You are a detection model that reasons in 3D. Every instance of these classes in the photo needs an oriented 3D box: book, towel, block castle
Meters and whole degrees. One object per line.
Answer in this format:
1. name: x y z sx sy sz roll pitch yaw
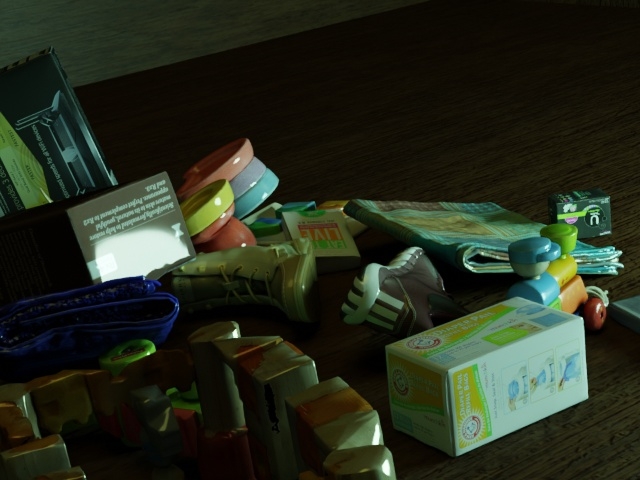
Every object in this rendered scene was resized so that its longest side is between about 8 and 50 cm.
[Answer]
1. book: 0.000 0.000 2.274 0.096 0.035 0.144 -5 31 -11
2. towel: 0.227 -0.013 2.177 0.271 0.040 0.370 1 13 -25
3. towel: -0.296 0.107 1.814 0.227 0.076 0.308 -9 -10 -12
4. block castle: -0.113 0.251 1.293 0.303 0.213 0.453 -17 18 -18

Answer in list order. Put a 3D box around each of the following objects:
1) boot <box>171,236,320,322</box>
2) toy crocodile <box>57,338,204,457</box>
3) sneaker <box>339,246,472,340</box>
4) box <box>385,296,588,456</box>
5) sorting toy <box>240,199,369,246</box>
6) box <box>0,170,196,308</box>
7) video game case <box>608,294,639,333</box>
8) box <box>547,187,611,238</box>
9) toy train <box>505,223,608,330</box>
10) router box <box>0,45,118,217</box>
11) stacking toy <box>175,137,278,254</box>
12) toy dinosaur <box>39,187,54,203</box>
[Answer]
1. boot: -0.105 0.062 2.062 0.203 0.095 0.262 -6 16 -1
2. toy crocodile: -0.172 0.191 1.654 0.340 0.115 0.105 7 26 42
3. sneaker: 0.140 0.094 1.917 0.162 0.106 0.281 27 16 16
4. box: 0.186 0.148 1.666 0.203 0.103 0.114 -18 21 -32
5. sorting toy: -0.032 -0.029 2.420 0.208 0.038 0.193 4 20 30
6. box: -0.377 0.022 2.071 0.381 0.143 0.191 -10 11 42
7. video game case: 0.532 0.085 1.874 0.274 0.026 0.196 -12 18 -19
8. box: 0.391 -0.039 2.253 0.083 0.062 0.052 -9 19 -6
9. toy train: 0.307 0.042 1.892 0.105 0.143 0.248 5 21 32
10. router box: -0.456 -0.107 2.287 0.242 0.309 0.081 -23 16 -2
11. stacking toy: -0.198 -0.012 2.353 0.279 0.130 0.309 -30 17 24
12. toy dinosaur: -0.337 -0.029 2.231 0.183 0.053 0.093 3 54 -36
